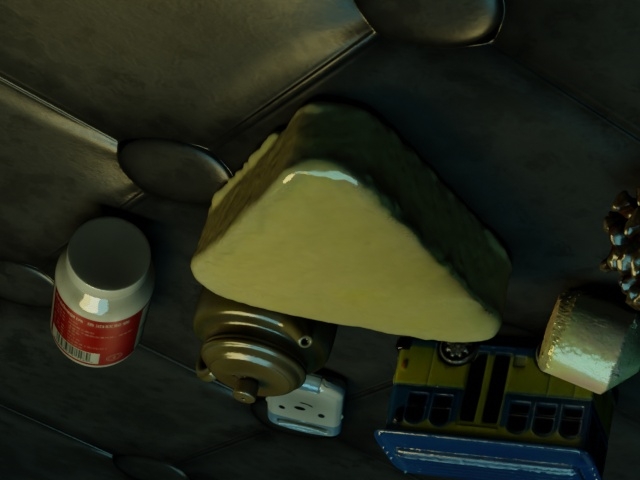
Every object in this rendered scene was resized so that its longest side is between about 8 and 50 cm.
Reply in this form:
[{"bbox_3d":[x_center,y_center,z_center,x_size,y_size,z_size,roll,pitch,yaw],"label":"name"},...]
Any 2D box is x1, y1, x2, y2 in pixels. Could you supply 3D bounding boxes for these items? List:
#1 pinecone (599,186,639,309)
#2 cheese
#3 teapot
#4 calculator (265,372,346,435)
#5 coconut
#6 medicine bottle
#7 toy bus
[{"bbox_3d":[0.390,0.018,1.536,0.184,0.179,0.204,46,168,-28],"label":"pinecone"},{"bbox_3d":[-0.001,0.000,1.765,0.384,0.104,0.384,12,152,6],"label":"cheese"},{"bbox_3d":[-0.085,0.130,1.971,0.186,0.175,0.268,32,148,-24],"label":"teapot"},{"bbox_3d":[-0.022,0.243,2.283,0.121,0.039,0.210,14,152,5],"label":"calculator"},{"bbox_3d":[0.331,0.123,1.814,0.122,0.116,0.116,19,152,4],"label":"coconut"},{"bbox_3d":[-0.288,0.070,2.007,0.131,0.131,0.250,18,151,-4],"label":"medicine bottle"},{"bbox_3d":[0.232,0.224,1.980,0.288,0.175,0.138,2,150,23],"label":"toy bus"}]
